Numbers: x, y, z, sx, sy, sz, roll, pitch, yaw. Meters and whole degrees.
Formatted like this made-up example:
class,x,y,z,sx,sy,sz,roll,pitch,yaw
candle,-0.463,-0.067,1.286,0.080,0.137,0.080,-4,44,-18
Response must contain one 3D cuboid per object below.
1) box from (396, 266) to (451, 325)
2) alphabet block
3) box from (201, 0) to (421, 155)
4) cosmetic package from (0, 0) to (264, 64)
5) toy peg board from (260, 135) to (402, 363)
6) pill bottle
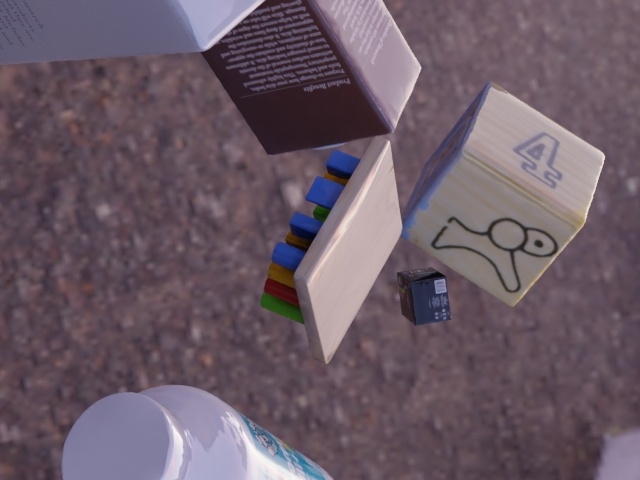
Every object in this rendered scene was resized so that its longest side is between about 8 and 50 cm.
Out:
class,x,y,z,sx,sy,sz,roll,pitch,yaw
box,0.138,0.074,2.421,0.083,0.052,0.062,-144,-134,-76
alphabet block,0.248,-0.064,2.486,0.197,0.192,0.193,33,40,-5
box,-0.055,-0.291,2.158,0.381,0.191,0.143,58,40,-32
cosmetic package,-0.194,-0.290,1.663,0.230,0.453,0.161,-45,118,-27
toy peg board,0.000,0.000,1.656,0.161,0.079,0.161,-60,159,-24
pill bottle,-0.090,0.200,1.382,0.264,0.146,0.146,42,43,-56
